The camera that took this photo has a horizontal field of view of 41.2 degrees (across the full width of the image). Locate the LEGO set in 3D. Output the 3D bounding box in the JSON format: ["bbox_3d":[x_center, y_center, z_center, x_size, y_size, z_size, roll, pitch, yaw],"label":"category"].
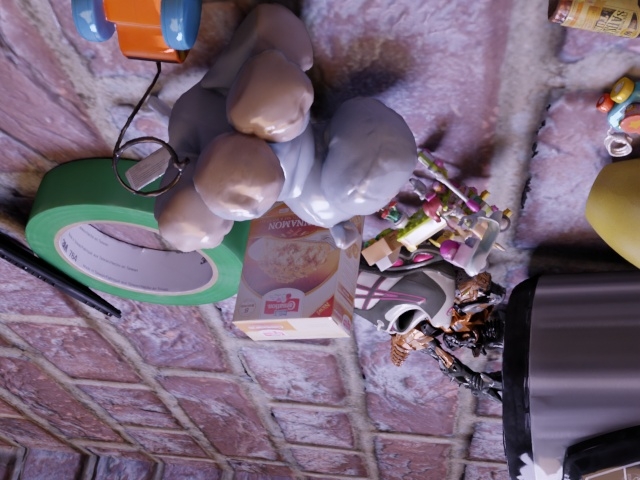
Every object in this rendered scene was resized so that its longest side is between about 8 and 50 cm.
[{"bbox_3d":[0.122,-0.038,1.038,0.107,0.132,0.287,38,167,-18],"label":"LEGO set"}]

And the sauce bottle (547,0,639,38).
[{"bbox_3d":[0.266,-0.199,0.745,0.128,0.042,0.042,9,153,-1],"label":"sauce bottle"}]

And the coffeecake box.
[{"bbox_3d":[-0.026,0.033,1.122,0.142,0.186,0.068,-5,150,24],"label":"coffeecake box"}]

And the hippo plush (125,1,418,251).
[{"bbox_3d":[-0.037,-0.066,0.882,0.236,0.234,0.294,26,148,-29],"label":"hippo plush"}]

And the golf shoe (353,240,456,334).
[{"bbox_3d":[0.075,0.082,1.248,0.272,0.120,0.105,-15,164,41],"label":"golf shoe"}]

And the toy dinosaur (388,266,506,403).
[{"bbox_3d":[0.203,0.133,1.350,0.218,0.164,0.322,30,168,-9],"label":"toy dinosaur"}]

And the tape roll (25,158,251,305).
[{"bbox_3d":[-0.259,-0.002,1.244,0.321,0.077,0.321,6,152,3],"label":"tape roll"}]

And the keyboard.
[{"bbox_3d":[-0.462,0.033,1.334,0.201,0.033,0.317,28,170,36],"label":"keyboard"}]

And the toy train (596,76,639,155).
[{"bbox_3d":[0.361,-0.115,0.847,0.166,0.046,0.125,-6,134,28],"label":"toy train"}]

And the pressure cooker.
[{"bbox_3d":[0.475,0.210,1.141,0.420,0.376,0.370,-3,169,22],"label":"pressure cooker"}]

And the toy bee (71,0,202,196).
[{"bbox_3d":[-0.158,-0.218,0.749,0.195,0.162,0.298,23,126,-10],"label":"toy bee"}]

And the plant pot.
[{"bbox_3d":[0.357,-0.039,0.959,0.095,0.134,0.134,24,162,30],"label":"plant pot"}]
